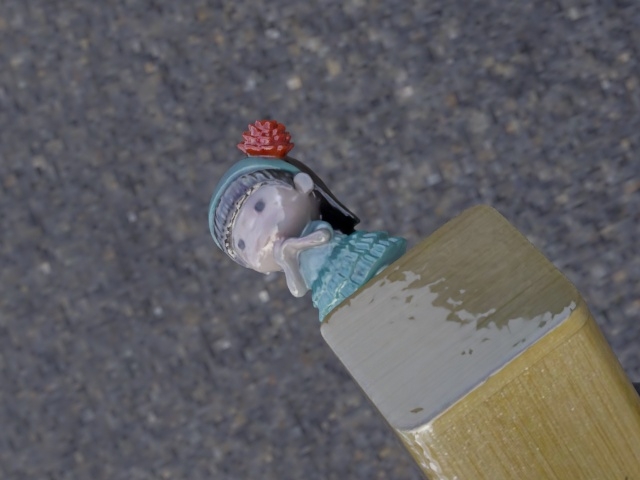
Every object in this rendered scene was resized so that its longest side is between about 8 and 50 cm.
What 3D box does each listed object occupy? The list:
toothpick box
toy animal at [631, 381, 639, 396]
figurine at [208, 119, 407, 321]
[{"bbox_3d":[0.148,0.145,1.247,0.308,0.187,0.190,56,177,-40],"label":"toothpick box"},{"bbox_3d":[0.345,0.241,1.712,0.235,0.187,0.165,25,151,58],"label":"toy animal"},{"bbox_3d":[0.000,0.000,1.677,0.245,0.110,0.138,38,103,24],"label":"figurine"}]
